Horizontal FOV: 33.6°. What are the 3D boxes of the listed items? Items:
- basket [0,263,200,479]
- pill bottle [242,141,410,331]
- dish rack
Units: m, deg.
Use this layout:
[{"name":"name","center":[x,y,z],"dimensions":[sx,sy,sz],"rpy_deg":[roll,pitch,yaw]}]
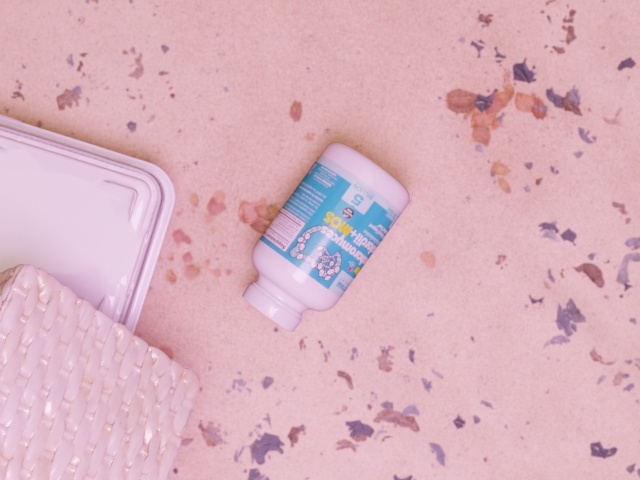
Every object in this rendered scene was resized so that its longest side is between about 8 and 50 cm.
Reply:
[{"name":"basket","center":[-0.373,0.253,1.353],"dimensions":[0.328,0.266,0.331],"rpy_deg":[39,49,-28]},{"name":"pill bottle","center":[0.000,0.000,1.529],"dimensions":[0.146,0.146,0.264],"rpy_deg":[35,89,-1]},{"name":"dish rack","center":[-0.393,-0.011,1.473],"dimensions":[0.333,0.072,0.285],"rpy_deg":[17,88,-1]}]
